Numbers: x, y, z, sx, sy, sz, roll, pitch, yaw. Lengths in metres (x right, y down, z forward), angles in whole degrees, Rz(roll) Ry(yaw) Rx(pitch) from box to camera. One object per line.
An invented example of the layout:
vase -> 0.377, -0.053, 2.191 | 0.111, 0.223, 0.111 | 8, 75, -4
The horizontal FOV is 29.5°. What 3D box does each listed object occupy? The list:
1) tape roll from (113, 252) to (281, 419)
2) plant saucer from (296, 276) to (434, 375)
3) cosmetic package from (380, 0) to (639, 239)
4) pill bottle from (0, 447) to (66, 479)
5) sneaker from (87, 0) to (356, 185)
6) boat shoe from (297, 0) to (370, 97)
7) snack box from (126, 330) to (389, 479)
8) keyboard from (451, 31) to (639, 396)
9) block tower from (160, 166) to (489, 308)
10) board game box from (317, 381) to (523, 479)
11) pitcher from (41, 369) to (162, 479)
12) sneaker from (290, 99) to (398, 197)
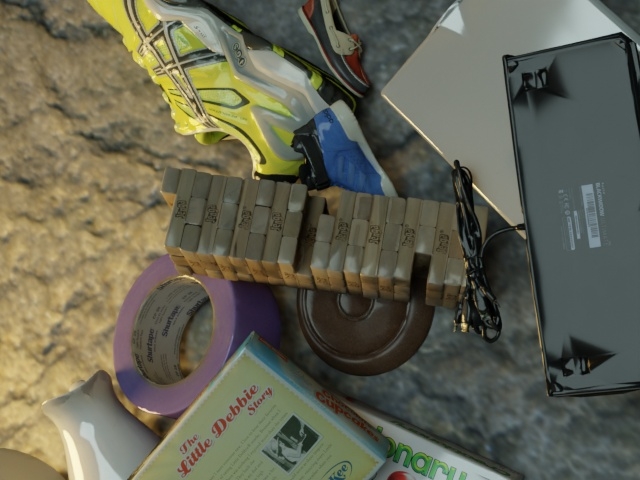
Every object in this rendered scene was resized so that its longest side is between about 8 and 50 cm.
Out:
tape roll -> -0.141, 0.110, 1.371 | 0.189, 0.080, 0.189 | -14, 66, 34
plant saucer -> 0.043, 0.066, 1.344 | 0.168, 0.029, 0.168 | -3, 84, 27
cosmetic package -> 0.270, -0.087, 1.178 | 0.217, 0.156, 0.385 | -46, 68, 15
pill bottle -> -0.411, 0.394, 1.468 | 0.153, 0.153, 0.265 | 33, 100, 24
sneaker -> -0.146, -0.199, 1.393 | 0.384, 0.145, 0.147 | 35, 101, 25
boat shoe -> 0.022, -0.222, 1.367 | 0.043, 0.049, 0.137 | -36, 67, 17
snack box -> -0.100, 0.274, 1.280 | 0.187, 0.060, 0.322 | 40, 104, -4
keyboard -> 0.208, -0.016, 1.101 | 0.201, 0.033, 0.317 | -8, 84, 22
block tower -> 0.000, 0.000, 1.270 | 0.335, 0.091, 0.097 | 9, 72, 7
board game box -> 0.043, 0.280, 1.312 | 0.305, 0.053, 0.193 | 21, 94, 26
pitcher -> -0.238, 0.255, 1.417 | 0.125, 0.178, 0.207 | -30, 92, -8
sneaker -> 0.023, -0.068, 1.306 | 0.084, 0.152, 0.058 | -31, 27, -1
